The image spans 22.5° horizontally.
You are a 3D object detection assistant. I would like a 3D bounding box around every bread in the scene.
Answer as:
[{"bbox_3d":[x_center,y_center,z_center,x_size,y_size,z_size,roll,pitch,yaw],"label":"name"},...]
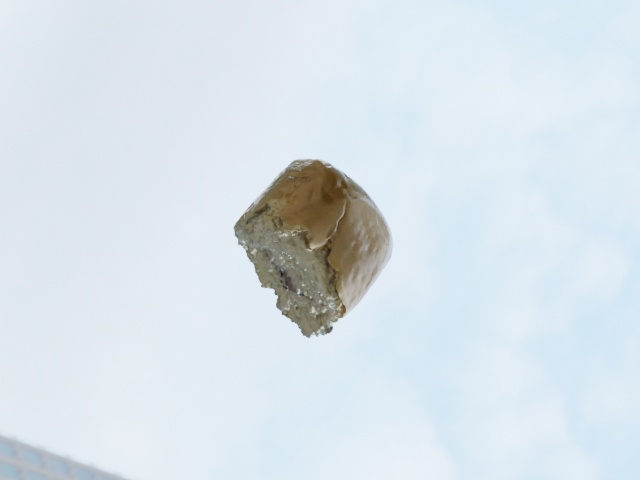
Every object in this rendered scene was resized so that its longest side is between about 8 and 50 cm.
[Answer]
[{"bbox_3d":[0.000,0.001,1.262,0.106,0.125,0.082,-47,-157,-24],"label":"bread"}]
